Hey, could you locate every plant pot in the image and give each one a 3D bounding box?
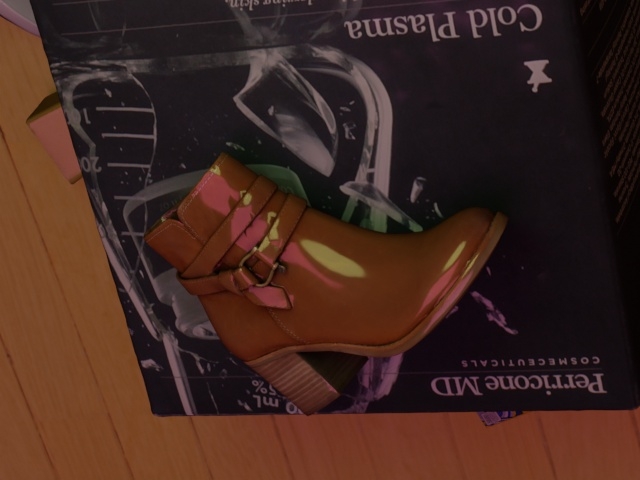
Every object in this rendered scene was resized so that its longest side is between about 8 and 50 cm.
[{"bbox_3d":[-0.236,-0.122,1.988,0.083,0.081,0.081,-30,105,20],"label":"plant pot"}]

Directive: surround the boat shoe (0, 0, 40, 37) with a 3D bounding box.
[{"bbox_3d":[-0.363,-0.296,1.920,0.301,0.108,0.102,37,146,-14],"label":"boat shoe"}]

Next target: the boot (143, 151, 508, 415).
[{"bbox_3d":[0.000,0.000,1.621,0.220,0.109,0.283,47,131,-6],"label":"boot"}]

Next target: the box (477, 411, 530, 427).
[{"bbox_3d":[0.231,0.130,1.975,0.169,0.059,0.054,-23,107,29],"label":"box"}]

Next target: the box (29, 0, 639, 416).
[{"bbox_3d":[0.049,-0.113,1.766,0.479,0.297,0.472,-3,119,21],"label":"box"}]
